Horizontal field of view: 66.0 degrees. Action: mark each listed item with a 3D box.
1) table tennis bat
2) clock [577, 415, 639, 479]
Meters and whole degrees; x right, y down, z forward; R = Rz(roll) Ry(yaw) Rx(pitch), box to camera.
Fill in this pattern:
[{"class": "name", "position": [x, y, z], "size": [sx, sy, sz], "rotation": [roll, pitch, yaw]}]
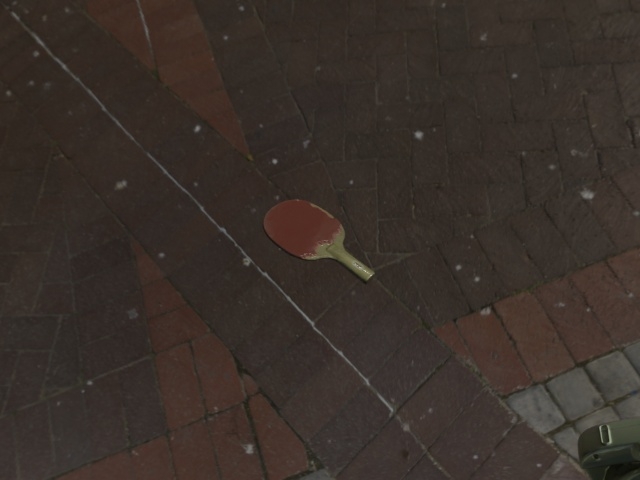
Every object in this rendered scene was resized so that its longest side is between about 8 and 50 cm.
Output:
[{"class": "table tennis bat", "position": [0.000, 0.000, 0.879], "size": [0.234, 0.022, 0.131], "rotation": [36, 52, 23]}, {"class": "clock", "position": [0.415, 0.305, 0.586], "size": [0.151, 0.062, 0.191], "rotation": [-26, 93, 28]}]
